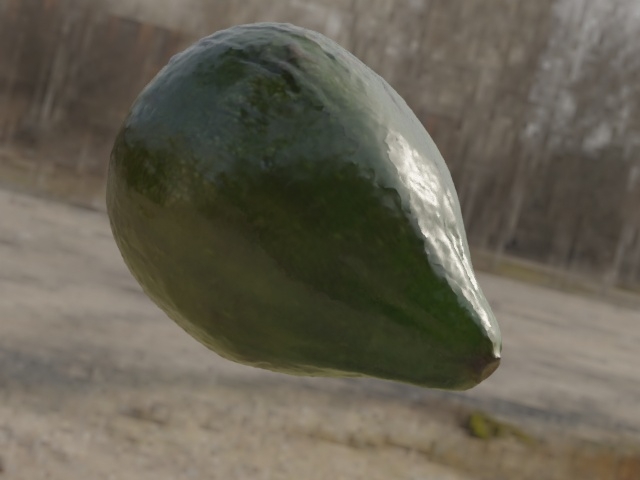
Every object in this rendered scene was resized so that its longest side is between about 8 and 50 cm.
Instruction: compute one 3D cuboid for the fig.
[{"bbox_3d":[0.000,0.000,0.689,0.156,0.123,0.123,44,19,31],"label":"fig"}]
